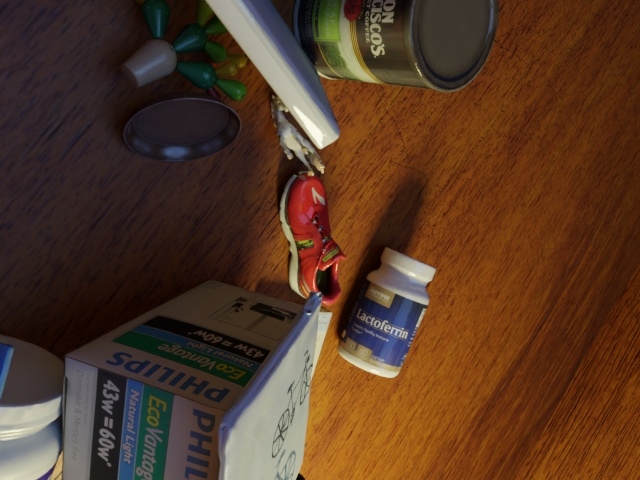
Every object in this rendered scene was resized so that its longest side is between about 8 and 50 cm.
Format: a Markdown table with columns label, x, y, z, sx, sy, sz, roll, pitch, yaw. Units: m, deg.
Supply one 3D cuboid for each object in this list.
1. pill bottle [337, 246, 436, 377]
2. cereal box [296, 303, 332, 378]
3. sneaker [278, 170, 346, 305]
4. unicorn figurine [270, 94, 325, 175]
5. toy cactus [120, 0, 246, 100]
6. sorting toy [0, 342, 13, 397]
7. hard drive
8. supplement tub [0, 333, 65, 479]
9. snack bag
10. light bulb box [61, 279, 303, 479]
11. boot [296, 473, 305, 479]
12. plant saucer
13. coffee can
| label | x | y | z | sx | sy | sz | roll | pitch | yaw |
| --- | --- | --- | --- | --- | --- | --- | --- | --- | --- |
| pill bottle | 0.153 | 0.159 | 1.187 | 0.153 | 0.153 | 0.264 | 21 | 92 | -43 |
| cereal box | -0.081 | 0.249 | 1.095 | 0.173 | 0.047 | 0.240 | 10 | 100 | -42 |
| sneaker | 0.000 | 0.000 | 1.015 | 0.107 | 0.118 | 0.279 | -25 | 122 | -32 |
| unicorn figurine | -0.047 | -0.184 | 0.929 | 0.060 | 0.111 | 0.162 | -26 | 149 | -1 |
| toy cactus | -0.203 | -0.276 | 0.736 | 0.180 | 0.112 | 0.219 | -45 | 121 | -28 |
| sorting toy | -0.495 | 0.106 | 0.524 | 0.047 | 0.348 | 0.196 | 99 | 14 | -79 |
| hard drive | -0.096 | -0.319 | 0.742 | 0.047 | 0.233 | 0.353 | -29 | 133 | 14 |
| supplement tub | -0.471 | 0.303 | 0.652 | 0.241 | 0.241 | 0.331 | 20 | 94 | -43 |
| snack bag | -0.072 | 0.271 | 0.671 | 0.323 | 0.037 | 0.342 | -47 | 147 | -64 |
| light bulb box | -0.181 | 0.291 | 0.800 | 0.361 | 0.225 | 0.357 | -31 | 132 | -70 |
| boot | -0.118 | 0.693 | 1.109 | 0.348 | 0.131 | 0.260 | -30 | 130 | -67 |
| plant saucer | -0.202 | -0.169 | 0.773 | 0.168 | 0.168 | 0.029 | 2 | 67 | -41 |
| coffee can | 0.115 | -0.357 | 0.860 | 0.202 | 0.275 | 0.201 | -16 | 116 | -35 |
